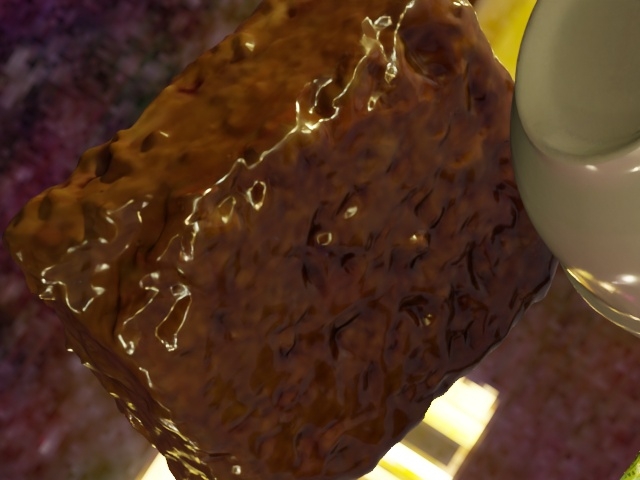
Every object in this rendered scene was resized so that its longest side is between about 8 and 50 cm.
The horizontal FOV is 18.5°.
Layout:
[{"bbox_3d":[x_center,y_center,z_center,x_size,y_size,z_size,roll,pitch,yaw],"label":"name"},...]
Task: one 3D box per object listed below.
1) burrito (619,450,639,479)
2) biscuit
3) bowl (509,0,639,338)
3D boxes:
[{"bbox_3d":[0.315,0.143,1.658,0.288,0.054,0.104,-51,142,-25],"label":"burrito"},{"bbox_3d":[0.000,0.000,1.500,0.395,0.166,0.343,-44,135,-16],"label":"biscuit"},{"bbox_3d":[0.210,-0.086,1.072,0.287,0.144,0.287,-30,-132,40],"label":"bowl"}]
